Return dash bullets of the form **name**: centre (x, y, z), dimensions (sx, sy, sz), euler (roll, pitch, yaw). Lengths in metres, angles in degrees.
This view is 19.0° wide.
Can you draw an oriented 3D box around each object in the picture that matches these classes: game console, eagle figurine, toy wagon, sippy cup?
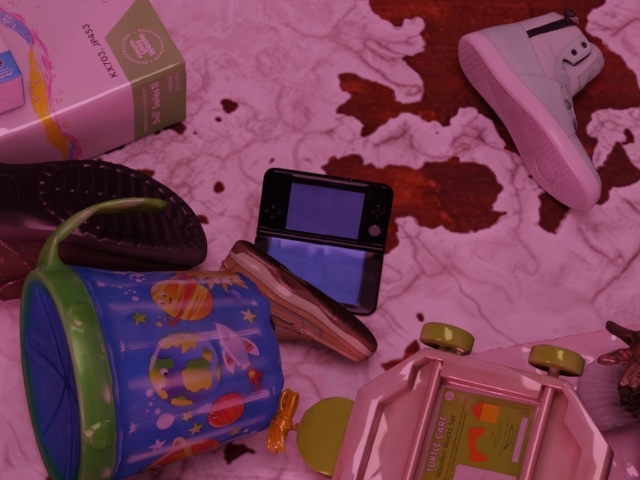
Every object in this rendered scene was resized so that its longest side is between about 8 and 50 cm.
- **game console**: centre (0.000, 0.000, 2.078), dimensions (0.144, 0.124, 0.085), euler (8, 34, 0)
- **eagle figurine**: centre (0.418, 0.187, 1.912), dimensions (0.298, 0.226, 0.225), euler (42, 17, -16)
- **toy wagon**: centre (0.115, 0.219, 1.928), dimensions (0.344, 0.068, 0.267), euler (11, 75, 22)
- **sippy cup**: centre (-0.165, 0.126, 1.922), dimensions (0.224, 0.305, 0.240), euler (-9, 31, -22)

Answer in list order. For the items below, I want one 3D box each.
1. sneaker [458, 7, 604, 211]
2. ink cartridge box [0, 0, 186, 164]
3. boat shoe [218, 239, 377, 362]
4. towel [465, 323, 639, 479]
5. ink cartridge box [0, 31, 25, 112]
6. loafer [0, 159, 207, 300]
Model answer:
- **sneaker**: centre (0.284, -0.159, 2.184), dimensions (0.151, 0.094, 0.256), euler (-23, 66, -20)
- **ink cartridge box**: centre (-0.349, -0.176, 2.127), dimensions (0.353, 0.119, 0.207), euler (-25, 66, -16)
- **boat shoe**: centre (-0.029, 0.080, 2.046), dimensions (0.190, 0.068, 0.072), euler (36, 98, 10)
- **towel**: centre (0.329, 0.244, 1.980), dimensions (0.317, 0.053, 0.331), euler (-9, 62, -11)
- **ink cartridge box**: centre (-0.396, -0.211, 2.038), dimensions (0.104, 0.060, 0.180), euler (-22, 65, -15)
- **loafer**: centre (-0.304, -0.007, 2.042), dimensions (0.366, 0.130, 0.133), euler (8, 41, -16)
